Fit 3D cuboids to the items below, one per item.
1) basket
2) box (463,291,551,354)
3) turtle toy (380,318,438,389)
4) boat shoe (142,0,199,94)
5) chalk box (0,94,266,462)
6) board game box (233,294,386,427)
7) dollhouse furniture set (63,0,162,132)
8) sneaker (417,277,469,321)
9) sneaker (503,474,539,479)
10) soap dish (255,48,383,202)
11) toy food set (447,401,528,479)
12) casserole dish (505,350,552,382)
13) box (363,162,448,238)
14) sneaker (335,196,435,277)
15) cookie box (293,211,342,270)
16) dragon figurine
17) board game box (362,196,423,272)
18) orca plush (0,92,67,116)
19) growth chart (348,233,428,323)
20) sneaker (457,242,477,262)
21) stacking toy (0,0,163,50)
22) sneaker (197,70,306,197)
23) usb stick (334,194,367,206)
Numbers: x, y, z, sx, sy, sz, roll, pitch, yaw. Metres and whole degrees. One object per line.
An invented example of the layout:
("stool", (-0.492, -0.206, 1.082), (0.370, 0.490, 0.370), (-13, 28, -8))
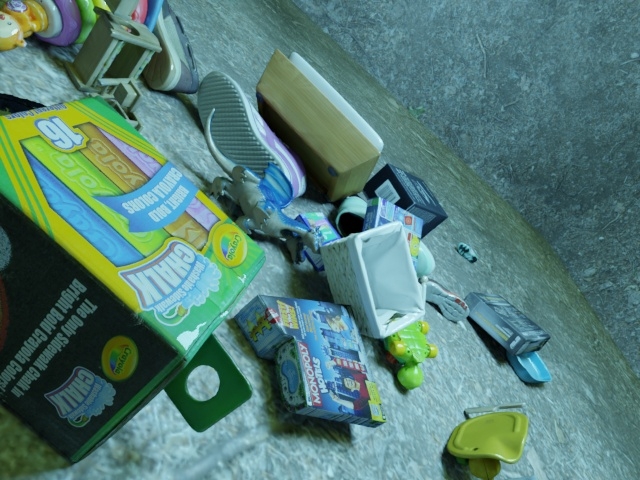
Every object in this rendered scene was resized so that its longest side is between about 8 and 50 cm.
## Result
("basket", (0.083, 0.064, 0.805), (0.113, 0.103, 0.167), (-18, 96, -36))
("box", (0.497, 0.219, 1.309), (0.231, 0.056, 0.183), (11, 27, -51))
("turtle toy", (0.150, 0.194, 0.854), (0.095, 0.066, 0.130), (11, 43, -24))
("boat shoe", (-0.308, -0.393, 0.951), (0.092, 0.103, 0.285), (16, 43, -55))
("chalk box", (-0.180, 0.047, 0.434), (0.289, 0.180, 0.179), (45, 26, -8))
("board game box", (-0.019, 0.154, 0.663), (0.194, 0.060, 0.194), (25, 34, -36))
("dollhouse furniture set", (-0.267, -0.267, 0.733), (0.161, 0.182, 0.101), (55, 27, 15))
("sneaker", (0.296, 0.133, 1.177), (0.158, 0.061, 0.065), (39, 21, -19))
("sneaker", (0.382, 0.466, 0.770), (0.281, 0.115, 0.105), (38, 27, -19))
("soap dish", (-0.013, -0.224, 1.029), (0.291, 0.118, 0.229), (46, -12, 6))
("toy food set", (0.292, 0.343, 0.817), (0.218, 0.128, 0.071), (-4, 77, -64))
("casserole dish", (0.558, 0.334, 1.315), (0.188, 0.037, 0.114), (19, 37, -45))
("box", (0.237, -0.105, 1.360), (0.207, 0.108, 0.153), (15, 41, -49))
("sneaker", (0.134, 0.013, 1.051), (0.256, 0.094, 0.151), (37, 21, 0))
("cookie box", (0.000, 0.000, 0.929), (0.107, 0.040, 0.092), (55, 26, 13))
("dragon figurine", (-0.103, -0.078, 0.826), (0.289, 0.085, 0.144), (57, 25, 9))
("board game box", (0.136, 0.031, 0.966), (0.136, 0.035, 0.201), (23, 70, -35))
("orca plush", (-0.285, -0.105, 0.571), (0.287, 0.102, 0.151), (34, 29, -26))
("growth chart", (0.126, 0.094, 0.913), (0.237, 0.021, 0.172), (26, 69, -34))
("sneaker", (0.485, 0.027, 1.639), (0.098, 0.038, 0.069), (44, 23, -28))
("stacking toy", (-0.395, -0.359, 0.745), (0.175, 0.166, 0.302), (37, 42, -8))
("sneaker", (-0.127, -0.196, 0.963), (0.282, 0.102, 0.161), (60, 22, 6))
("usb stick", (0.135, -0.042, 1.189), (0.278, 0.045, 0.077), (38, 20, -18))
